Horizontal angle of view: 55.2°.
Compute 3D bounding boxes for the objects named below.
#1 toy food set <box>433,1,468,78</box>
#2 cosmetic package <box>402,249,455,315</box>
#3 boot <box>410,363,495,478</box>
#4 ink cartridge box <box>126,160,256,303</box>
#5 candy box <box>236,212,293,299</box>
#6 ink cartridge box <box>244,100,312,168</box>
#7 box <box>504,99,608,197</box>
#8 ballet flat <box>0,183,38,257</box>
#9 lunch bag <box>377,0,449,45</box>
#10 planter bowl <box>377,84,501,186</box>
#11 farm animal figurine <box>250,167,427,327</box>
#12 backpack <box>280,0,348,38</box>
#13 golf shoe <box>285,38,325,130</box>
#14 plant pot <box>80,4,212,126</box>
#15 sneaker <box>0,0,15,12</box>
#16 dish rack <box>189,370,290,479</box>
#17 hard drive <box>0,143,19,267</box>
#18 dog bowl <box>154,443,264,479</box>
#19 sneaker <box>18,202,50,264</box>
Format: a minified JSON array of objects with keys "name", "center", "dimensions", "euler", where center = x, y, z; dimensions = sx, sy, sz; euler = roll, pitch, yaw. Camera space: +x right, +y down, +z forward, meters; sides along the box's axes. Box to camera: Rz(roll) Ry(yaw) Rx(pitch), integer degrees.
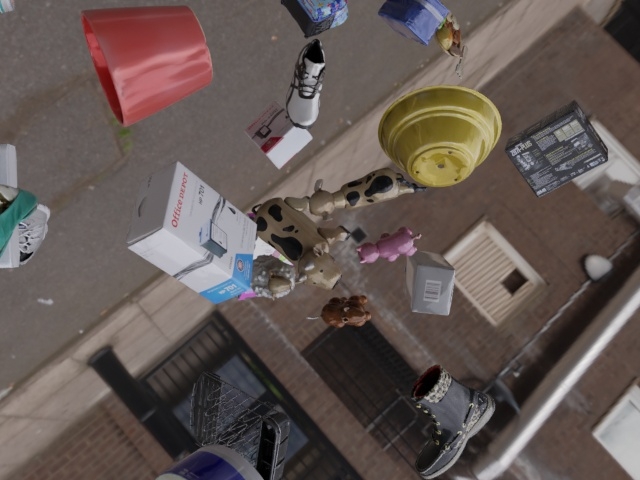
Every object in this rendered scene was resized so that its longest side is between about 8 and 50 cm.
[{"name":"toy food set","center":[0.302,-0.487,1.427],"dimensions":[0.038,0.192,0.132],"euler":[-14,-136,42]},{"name":"cosmetic package","center":[0.282,0.106,1.628],"dimensions":[0.238,0.107,0.127],"euler":[-66,162,-79]},{"name":"boot","center":[0.250,0.397,1.350],"dimensions":[0.236,0.178,0.085],"euler":[-50,-158,5]},{"name":"ink cartridge box","center":[-0.195,-0.009,0.963],"dimensions":[0.082,0.190,0.140],"euler":[-22,-133,27]},{"name":"candy box","center":[-0.144,0.038,1.636],"dimensions":[0.159,0.071,0.234],"euler":[-5,126,-40]},{"name":"ink cartridge box","center":[-0.104,-0.253,1.454],"dimensions":[0.109,0.150,0.063],"euler":[-44,131,2]},{"name":"box","center":[0.551,-0.212,1.435],"dimensions":[0.180,0.147,0.077],"euler":[-33,-167,36]},{"name":"ballet flat","center":[-0.509,-0.043,0.955],"dimensions":[0.083,0.087,0.247],"euler":[-19,-151,3]},{"name":"lunch bag","center":[0.137,-0.339,0.904],"dimensions":[0.067,0.098,0.065],"euler":[27,103,-41]},{"name":"planter bowl","center":[0.208,-0.158,1.067],"dimensions":[0.217,0.217,0.090],"euler":[-49,-151,48]},{"name":"farm animal figurine","center":[0.000,0.000,1.125],"dimensions":[0.172,0.326,0.331],"euler":[-9,117,-55]},{"name":"backpack","center":[0.002,-0.666,1.700],"dimensions":[0.173,0.158,0.117],"euler":[-30,172,-24]},{"name":"golf shoe","center":[-0.030,-0.339,1.317],"dimensions":[0.094,0.077,0.198],"euler":[133,-38,-75]},{"name":"plant pot","center":[-0.409,-0.439,1.478],"dimensions":[0.243,0.275,0.275],"euler":[-22,166,-20]},{"name":"sneaker","center":[-0.535,-0.447,0.867],"dimensions":[0.121,0.302,0.108],"euler":[-24,173,-20]},{"name":"dish rack","center":[-0.183,0.402,1.271],"dimensions":[0.074,0.271,0.208],"euler":[-14,119,-54]},{"name":"hard drive","center":[-0.754,-0.060,1.140],"dimensions":[0.352,0.233,0.047],"euler":[-2,-179,-5]},{"name":"dog bowl","center":[-0.185,0.508,1.087],"dimensions":[0.104,0.265,0.265],"euler":[-20,159,-46]},{"name":"sneaker","center":[-0.700,-0.019,1.446],"dimensions":[0.281,0.105,0.115],"euler":[128,-29,-67]}]
